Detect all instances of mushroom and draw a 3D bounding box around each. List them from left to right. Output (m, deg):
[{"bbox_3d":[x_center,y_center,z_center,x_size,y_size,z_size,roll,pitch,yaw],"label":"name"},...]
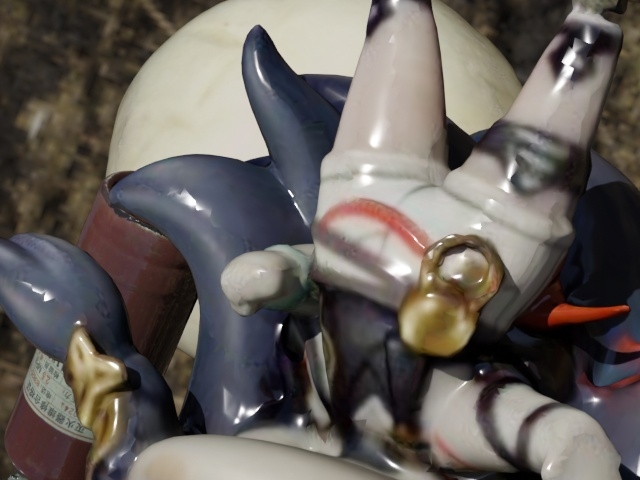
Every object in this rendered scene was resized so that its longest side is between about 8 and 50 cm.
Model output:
[{"bbox_3d":[-0.017,-0.015,1.203,0.356,0.315,0.315,-61,21,16],"label":"mushroom"}]

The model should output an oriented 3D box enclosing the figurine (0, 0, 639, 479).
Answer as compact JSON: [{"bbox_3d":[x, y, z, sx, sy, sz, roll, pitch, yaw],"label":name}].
[{"bbox_3d":[0.020,0.067,0.405,0.265,0.197,0.175,-54,37,-11],"label":"figurine"}]

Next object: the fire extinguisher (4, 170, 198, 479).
[{"bbox_3d":[-0.113,0.083,0.925,0.071,0.099,0.231,-22,-41,-61],"label":"fire extinguisher"}]

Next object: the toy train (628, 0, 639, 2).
[{"bbox_3d":[0.301,-0.220,1.336,0.160,0.296,0.100,-10,-66,-83],"label":"toy train"}]
